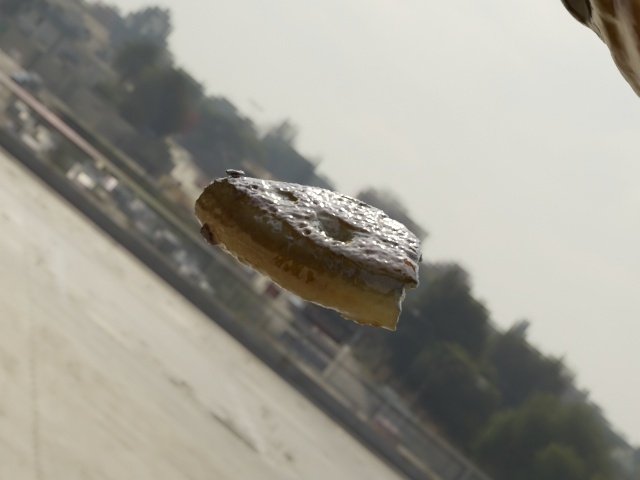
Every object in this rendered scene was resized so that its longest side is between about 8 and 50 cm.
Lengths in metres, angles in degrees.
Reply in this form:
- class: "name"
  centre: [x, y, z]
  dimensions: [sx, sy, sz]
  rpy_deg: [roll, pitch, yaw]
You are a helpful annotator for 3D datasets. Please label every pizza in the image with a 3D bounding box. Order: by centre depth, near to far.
- class: "pizza"
  centre: [0.000, 0.000, 1.250]
  dimensions: [0.182, 0.062, 0.161]
  rpy_deg: [21, 26, 14]

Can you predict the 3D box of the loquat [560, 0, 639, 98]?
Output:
- class: "loquat"
  centre: [0.312, -0.207, 1.089]
  dimensions: [0.328, 0.328, 0.328]
  rpy_deg: [40, -3, 2]
